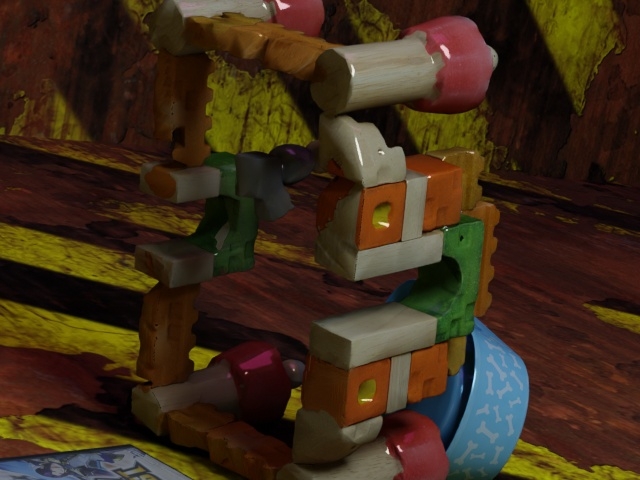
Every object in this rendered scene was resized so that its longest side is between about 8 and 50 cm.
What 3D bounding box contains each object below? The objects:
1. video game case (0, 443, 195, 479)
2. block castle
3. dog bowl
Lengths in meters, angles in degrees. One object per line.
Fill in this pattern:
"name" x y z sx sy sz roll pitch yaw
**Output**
"video game case" -0.162 0.230 1.485 0.248 0.035 0.275 -1 18 -46
"block castle" 0.000 0.000 1.718 0.213 0.453 0.303 -11 24 -42
"dog bowl" 0.118 0.146 1.875 0.074 0.166 0.297 21 8 -18
